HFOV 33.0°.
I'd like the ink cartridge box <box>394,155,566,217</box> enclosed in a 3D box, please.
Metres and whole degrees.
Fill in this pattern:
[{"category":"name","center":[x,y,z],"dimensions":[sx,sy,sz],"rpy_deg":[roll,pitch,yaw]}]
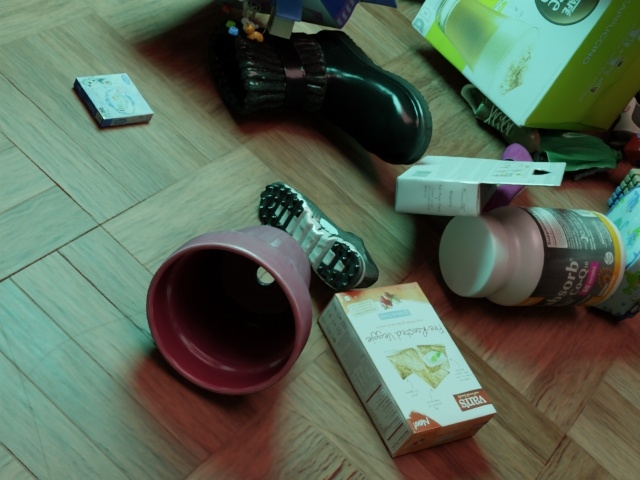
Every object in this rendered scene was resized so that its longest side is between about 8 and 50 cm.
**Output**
[{"category":"ink cartridge box","center":[0.258,-0.085,1.699],"dimensions":[0.238,0.060,0.275],"rpy_deg":[5,12,14]}]

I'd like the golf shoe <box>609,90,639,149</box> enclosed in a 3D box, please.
[{"category":"golf shoe","center":[0.681,-0.288,2.285],"dimensions":[0.105,0.120,0.273],"rpy_deg":[4,30,24]}]

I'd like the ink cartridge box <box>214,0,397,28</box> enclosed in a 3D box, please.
[{"category":"ink cartridge box","center":[-0.061,-0.427,1.755],"dimensions":[0.330,0.072,0.324],"rpy_deg":[14,-2,14]}]

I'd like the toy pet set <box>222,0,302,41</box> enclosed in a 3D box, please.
[{"category":"toy pet set","center":[-0.089,-0.364,1.710],"dimensions":[0.114,0.065,0.122],"rpy_deg":[11,28,-19]}]

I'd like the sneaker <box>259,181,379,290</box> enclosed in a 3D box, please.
[{"category":"sneaker","center":[0.000,0.000,1.590],"dimensions":[0.234,0.078,0.106],"rpy_deg":[43,13,33]}]

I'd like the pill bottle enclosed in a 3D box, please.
[{"category":"pill bottle","center":[0.337,0.026,1.722],"dimensions":[0.278,0.162,0.162],"rpy_deg":[1,49,-33]}]

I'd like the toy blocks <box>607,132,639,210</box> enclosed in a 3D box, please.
[{"category":"toy blocks","center":[0.680,-0.066,2.061],"dimensions":[0.260,0.191,0.381],"rpy_deg":[1,53,-18]}]

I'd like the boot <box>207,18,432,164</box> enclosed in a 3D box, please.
[{"category":"boot","center":[-0.008,-0.237,1.759],"dimensions":[0.260,0.131,0.348],"rpy_deg":[-5,38,-41]}]

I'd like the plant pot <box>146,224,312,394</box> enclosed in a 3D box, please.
[{"category":"plant pot","center":[-0.097,0.068,1.376],"dimensions":[0.201,0.201,0.180],"rpy_deg":[35,24,1]}]

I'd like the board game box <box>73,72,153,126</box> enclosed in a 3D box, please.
[{"category":"board game box","center":[-0.311,-0.212,1.628],"dimensions":[0.090,0.020,0.090],"rpy_deg":[-14,59,-42]}]

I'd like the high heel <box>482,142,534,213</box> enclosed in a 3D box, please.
[{"category":"high heel","center":[0.303,-0.103,1.896],"dimensions":[0.117,0.082,0.244],"rpy_deg":[28,50,-15]}]

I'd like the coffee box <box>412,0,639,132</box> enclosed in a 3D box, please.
[{"category":"coffee box","center":[0.459,-0.439,2.077],"dimensions":[0.338,0.338,0.334],"rpy_deg":[-3,45,-48]}]

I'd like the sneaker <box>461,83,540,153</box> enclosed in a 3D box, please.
[{"category":"sneaker","center":[0.333,-0.235,2.059],"dimensions":[0.086,0.064,0.192],"rpy_deg":[3,42,-35]}]

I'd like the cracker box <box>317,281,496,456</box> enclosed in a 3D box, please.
[{"category":"cracker box","center":[0.118,0.173,1.498],"dimensions":[0.155,0.067,0.232],"rpy_deg":[-6,55,-38]}]

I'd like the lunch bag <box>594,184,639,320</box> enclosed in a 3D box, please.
[{"category":"lunch bag","center":[0.536,0.018,1.853],"dimensions":[0.090,0.176,0.219],"rpy_deg":[28,39,-7]}]

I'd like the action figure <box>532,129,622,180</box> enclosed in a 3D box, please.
[{"category":"action figure","center":[0.498,-0.166,2.101],"dimensions":[0.232,0.063,0.137],"rpy_deg":[2,47,-28]}]
